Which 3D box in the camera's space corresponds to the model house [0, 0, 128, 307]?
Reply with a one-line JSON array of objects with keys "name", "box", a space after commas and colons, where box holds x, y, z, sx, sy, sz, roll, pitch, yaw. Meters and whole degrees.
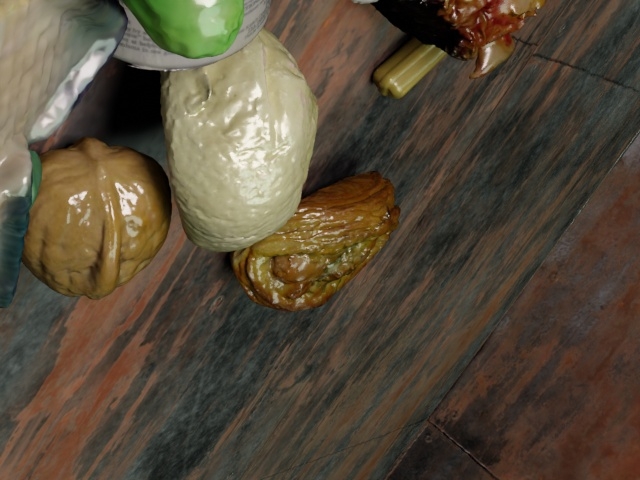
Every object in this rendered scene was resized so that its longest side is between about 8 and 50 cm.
[{"name": "model house", "box": [-0.275, -0.090, 0.779, 0.284, 0.243, 0.298, -41, 163, -43]}]

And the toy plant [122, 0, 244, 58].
[{"name": "toy plant", "box": [-0.129, -0.315, 0.635, 0.210, 0.317, 0.356, -11, 151, -8]}]

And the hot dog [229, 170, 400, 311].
[{"name": "hot dog", "box": [0.000, 0.000, 1.609, 0.272, 0.122, 0.196, -25, 155, -50]}]

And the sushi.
[{"name": "sushi", "box": [0.141, -0.303, 1.297, 0.196, 0.182, 0.343, -46, 157, 10]}]

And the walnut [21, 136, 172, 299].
[{"name": "walnut", "box": [-0.218, -0.020, 1.120, 0.166, 0.149, 0.166, -15, 151, -8]}]

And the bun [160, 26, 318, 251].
[{"name": "bun", "box": [-0.076, -0.113, 1.126, 0.153, 0.244, 0.244, -11, 150, -7]}]

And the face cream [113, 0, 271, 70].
[{"name": "face cream", "box": [-0.115, -0.240, 0.897, 0.177, 0.177, 0.153, -35, 156, -33]}]

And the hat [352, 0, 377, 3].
[{"name": "hat", "box": [-0.008, -0.262, 1.095, 0.093, 0.162, 0.112, -58, 161, 12]}]

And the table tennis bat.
[{"name": "table tennis bat", "box": [0.196, -0.298, 1.556, 0.321, 0.050, 0.198, -41, 174, -9]}]
